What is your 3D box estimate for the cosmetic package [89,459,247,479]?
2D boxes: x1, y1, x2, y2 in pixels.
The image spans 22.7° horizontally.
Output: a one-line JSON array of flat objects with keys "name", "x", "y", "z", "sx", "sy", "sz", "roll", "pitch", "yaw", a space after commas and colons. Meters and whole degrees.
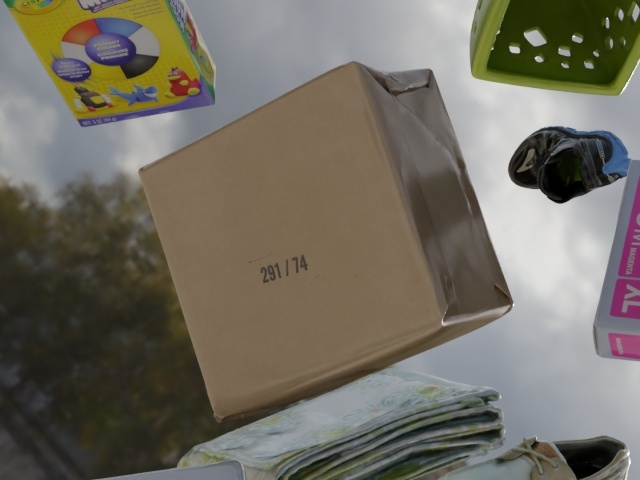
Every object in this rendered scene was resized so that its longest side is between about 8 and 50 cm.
[{"name": "cosmetic package", "x": -0.249, "y": 0.472, "z": 1.696, "sx": 0.329, "sy": 0.394, "sz": 0.327, "roll": 92, "pitch": -12, "yaw": -52}]

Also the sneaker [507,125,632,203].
[{"name": "sneaker", "x": 0.249, "y": -0.079, "z": 1.686, "sx": 0.188, "sy": 0.078, "sz": 0.067, "roll": 5, "pitch": -60, "yaw": 65}]

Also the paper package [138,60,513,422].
[{"name": "paper package", "x": 0.000, "y": 0.000, "z": 1.744, "sx": 0.325, "sy": 0.168, "sz": 0.309, "roll": -24, "pitch": -100, "yaw": 32}]

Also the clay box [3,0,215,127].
[{"name": "clay box", "x": -0.179, "y": -0.185, "z": 1.324, "sx": 0.222, "sy": 0.128, "sz": 0.053, "roll": 64, "pitch": 20, "yaw": -56}]

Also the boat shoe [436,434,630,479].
[{"name": "boat shoe", "x": 0.264, "y": 0.295, "z": 1.992, "sx": 0.113, "sy": 0.302, "sz": 0.103, "roll": 43, "pitch": -58, "yaw": 41}]

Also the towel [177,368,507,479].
[{"name": "towel", "x": 0.020, "y": 0.248, "z": 1.971, "sx": 0.374, "sy": 0.321, "sz": 0.090, "roll": -7, "pitch": -81, "yaw": 69}]

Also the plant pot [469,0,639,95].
[{"name": "plant pot", "x": 0.329, "y": -0.355, "z": 2.186, "sx": 0.227, "sy": 0.228, "sz": 0.207, "roll": 108, "pitch": -16, "yaw": -44}]

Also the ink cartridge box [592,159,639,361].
[{"name": "ink cartridge box", "x": 0.403, "y": 0.027, "z": 1.358, "sx": 0.311, "sy": 0.185, "sz": 0.065, "roll": 7, "pitch": -33, "yaw": 19}]
